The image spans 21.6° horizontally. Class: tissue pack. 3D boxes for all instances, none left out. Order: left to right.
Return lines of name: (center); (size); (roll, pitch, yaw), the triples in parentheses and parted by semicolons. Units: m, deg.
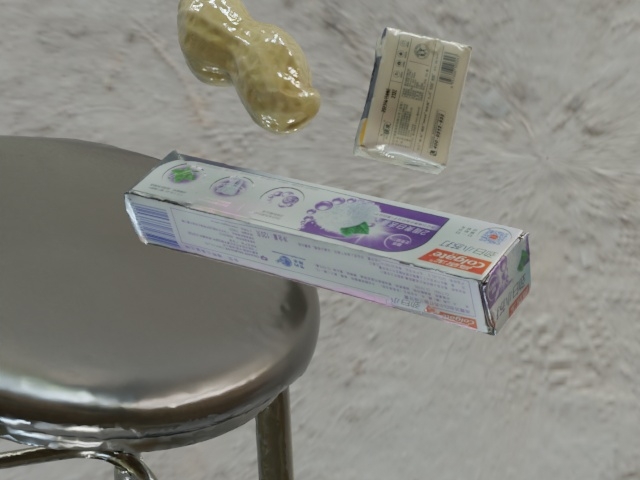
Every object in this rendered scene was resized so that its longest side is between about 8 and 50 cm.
tissue pack: (0.059, -0.090, 1.087); (0.062, 0.042, 0.083); (12, 83, -6)

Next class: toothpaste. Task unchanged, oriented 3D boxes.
toothpaste: (0.000, 0.000, 0.781); (0.196, 0.047, 0.040); (13, 129, 28)

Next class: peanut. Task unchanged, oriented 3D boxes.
peanut: (-0.065, -0.161, 1.492); (0.187, 0.082, 0.082); (40, 98, 28)

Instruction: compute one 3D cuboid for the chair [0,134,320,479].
chair: (-0.188, 0.173, 1.113); (0.365, 0.362, 0.410); (-4, 127, -30)
